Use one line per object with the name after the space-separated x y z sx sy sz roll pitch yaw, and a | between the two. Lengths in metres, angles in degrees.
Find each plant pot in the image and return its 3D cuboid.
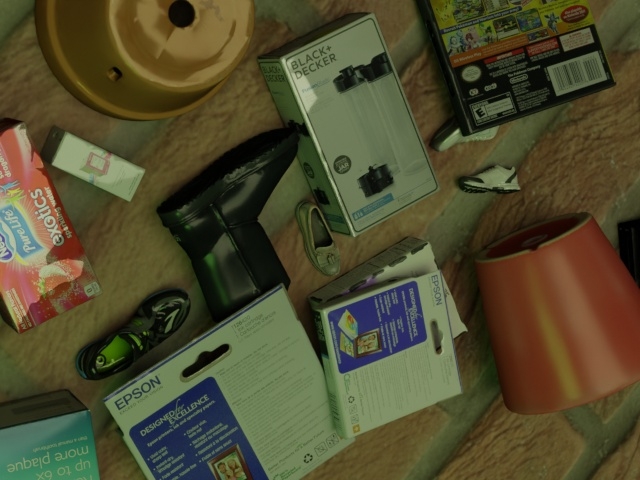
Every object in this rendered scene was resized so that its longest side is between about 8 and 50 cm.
0.371 0.103 2.088 0.275 0.275 0.243 -25 98 -19 | plant pot
-0.215 -0.299 1.789 0.291 0.203 0.291 -3 98 -23 | plant pot

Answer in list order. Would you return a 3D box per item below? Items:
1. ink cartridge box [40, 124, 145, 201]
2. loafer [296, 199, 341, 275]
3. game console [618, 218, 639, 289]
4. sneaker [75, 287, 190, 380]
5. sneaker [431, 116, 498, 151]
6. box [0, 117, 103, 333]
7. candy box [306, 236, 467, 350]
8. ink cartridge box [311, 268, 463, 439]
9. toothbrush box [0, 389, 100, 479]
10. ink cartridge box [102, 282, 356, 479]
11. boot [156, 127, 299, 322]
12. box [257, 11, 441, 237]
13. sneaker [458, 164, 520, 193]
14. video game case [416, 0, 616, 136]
-0.312 -0.105 1.834 0.122 0.088 0.052 27 89 -24 | ink cartridge box
0.000 0.000 2.015 0.045 0.039 0.125 -29 108 -19 | loafer
0.591 -0.092 2.266 0.213 0.044 0.361 -12 101 -22 | game console
-0.256 0.139 1.899 0.188 0.078 0.067 -36 110 -16 | sneaker
0.240 -0.174 2.092 0.152 0.054 0.061 -36 113 -16 | sneaker
-0.406 -0.021 1.785 0.128 0.122 0.257 -27 107 -18 | box
0.104 0.112 2.061 0.196 0.070 0.165 -30 108 -17 | candy box
0.101 0.164 2.000 0.208 0.045 0.206 -18 106 -24 | ink cartridge box
-0.411 0.376 1.837 0.216 0.126 0.295 -10 102 -23 | toothbrush box
-0.131 0.251 1.954 0.303 0.072 0.307 -32 117 -15 | ink cartridge box
-0.096 -0.019 1.942 0.246 0.094 0.207 -38 116 -22 | boot
0.043 -0.171 1.985 0.169 0.087 0.290 -27 107 -19 | box
0.263 -0.097 2.126 0.109 0.040 0.043 0 81 -28 | sneaker
0.300 -0.316 2.079 0.275 0.035 0.248 -19 91 -20 | video game case
